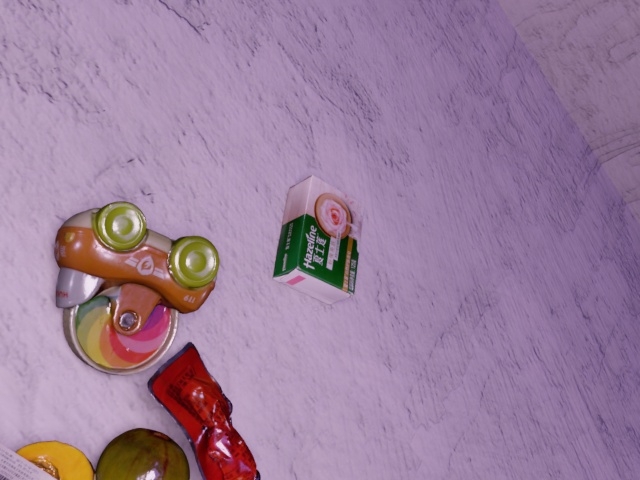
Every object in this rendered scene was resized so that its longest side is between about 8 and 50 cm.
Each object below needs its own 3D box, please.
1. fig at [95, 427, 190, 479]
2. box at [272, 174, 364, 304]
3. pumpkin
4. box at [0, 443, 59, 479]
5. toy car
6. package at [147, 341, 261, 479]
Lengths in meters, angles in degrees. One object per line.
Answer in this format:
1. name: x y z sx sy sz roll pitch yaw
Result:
1. fig: -0.251 0.358 0.866 0.124 0.124 0.236 32 72 -29
2. box: 0.000 0.000 1.247 0.135 0.081 0.199 27 55 -32
3. pumpkin: -0.329 0.337 0.789 0.119 0.108 0.184 13 50 1
4. box: -0.413 0.260 0.739 0.247 0.033 0.129 29 49 8
5. toy car: -0.272 0.074 0.948 0.235 0.145 0.235 2 87 -33
6. package: -0.143 0.282 0.966 0.194 0.071 0.270 -107 173 -85
